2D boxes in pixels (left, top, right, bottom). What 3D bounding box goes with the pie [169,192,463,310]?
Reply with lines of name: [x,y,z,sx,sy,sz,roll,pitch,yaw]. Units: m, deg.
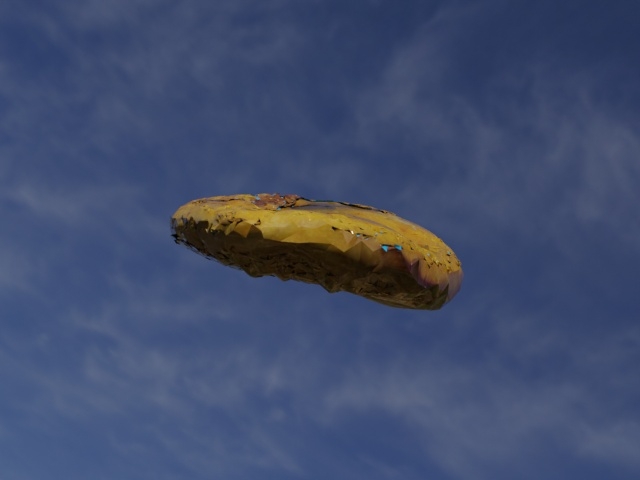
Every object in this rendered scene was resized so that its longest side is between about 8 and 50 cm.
pie: [-0.001,0.001,0.991,0.273,0.069,0.273,14,5,-1]
